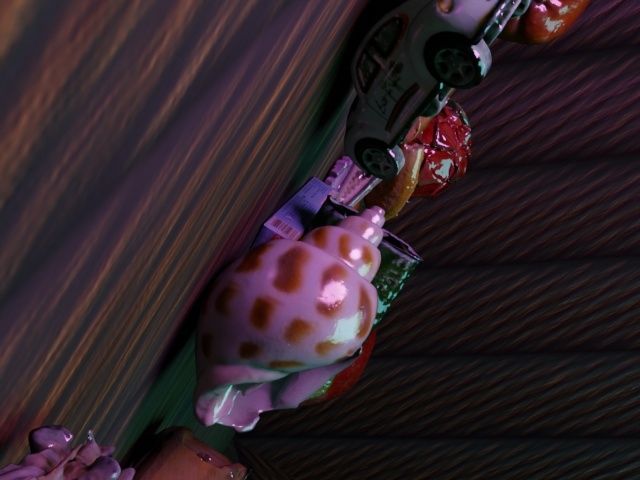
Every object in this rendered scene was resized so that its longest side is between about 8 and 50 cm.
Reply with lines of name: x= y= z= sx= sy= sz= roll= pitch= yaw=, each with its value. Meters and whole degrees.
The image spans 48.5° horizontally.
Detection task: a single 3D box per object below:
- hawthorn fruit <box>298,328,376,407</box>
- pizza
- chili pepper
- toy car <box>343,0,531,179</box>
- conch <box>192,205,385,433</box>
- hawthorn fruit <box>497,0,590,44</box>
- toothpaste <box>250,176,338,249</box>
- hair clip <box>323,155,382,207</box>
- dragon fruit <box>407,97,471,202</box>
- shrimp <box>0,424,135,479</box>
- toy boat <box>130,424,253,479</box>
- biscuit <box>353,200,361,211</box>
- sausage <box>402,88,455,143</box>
hawthorn fruit: x=-0.019 y=0.125 z=1.031 sx=0.215 sy=0.215 sz=0.250 roll=-54 pitch=168 yaw=-46
pizza: x=0.113 y=-0.124 z=1.265 sx=0.062 sy=0.161 sz=0.182 roll=-15 pitch=133 yaw=-31
chili pepper: x=-0.001 y=0.095 z=0.872 sx=0.270 sy=0.136 sz=0.099 roll=-59 pitch=180 yaw=11
toy car: x=0.096 y=-0.185 z=0.731 sx=0.136 sy=0.125 sz=0.306 roll=-55 pitch=-176 yaw=-30
conch: x=-0.029 y=0.075 z=0.749 sx=0.275 sy=0.149 sz=0.183 roll=-30 pitch=156 yaw=2
hawthorn fruit: x=0.304 y=-0.411 z=1.039 sx=0.210 sy=0.210 sz=0.262 roll=-63 pitch=-178 yaw=43
toothpaste: x=-0.035 y=-0.017 z=0.917 sx=0.070 sy=0.044 sz=0.193 roll=-60 pitch=176 yaw=28
hair clip: x=0.023 y=-0.044 z=1.140 sx=0.292 sy=0.084 sz=0.106 roll=-54 pitch=161 yaw=0
dragon fruit: x=0.200 y=-0.191 z=1.576 sx=0.293 sy=0.234 sz=0.234 roll=-28 pitch=-177 yaw=14
shrimp: x=-0.207 y=0.205 z=0.324 sx=0.247 sy=0.085 sz=0.360 roll=-51 pitch=176 yaw=27
toy boat: x=-0.252 y=0.393 z=0.806 sx=0.445 sy=0.136 sz=0.162 roll=-48 pitch=165 yaw=-45
biscuit: x=0.000 y=0.000 z=1.298 sx=0.220 sy=0.066 sz=0.220 roll=-58 pitch=177 yaw=-5
sausage: x=0.172 y=-0.259 z=1.210 sx=0.270 sy=0.109 sz=0.109 roll=-52 pitch=172 yaw=-39
